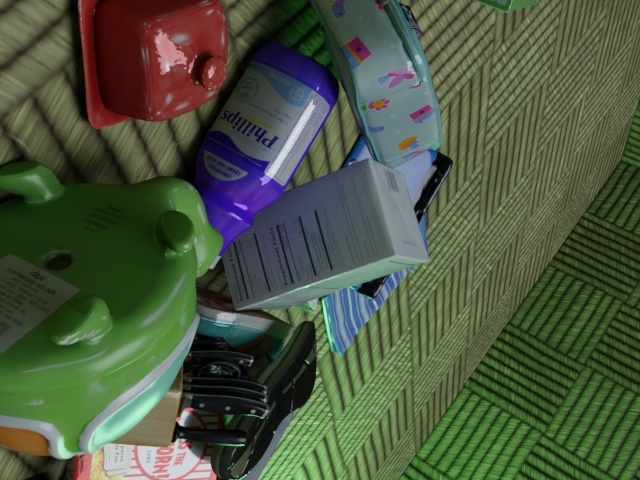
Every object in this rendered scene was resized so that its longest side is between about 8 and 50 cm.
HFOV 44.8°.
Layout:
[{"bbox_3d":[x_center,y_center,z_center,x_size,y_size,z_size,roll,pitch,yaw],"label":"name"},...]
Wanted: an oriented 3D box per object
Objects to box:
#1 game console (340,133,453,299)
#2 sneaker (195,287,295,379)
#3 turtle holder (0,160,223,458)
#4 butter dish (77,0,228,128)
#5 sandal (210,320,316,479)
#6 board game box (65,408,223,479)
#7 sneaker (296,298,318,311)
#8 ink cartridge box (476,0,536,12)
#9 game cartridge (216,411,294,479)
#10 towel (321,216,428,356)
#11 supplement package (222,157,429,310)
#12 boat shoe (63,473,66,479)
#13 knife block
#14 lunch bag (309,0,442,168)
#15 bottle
[{"bbox_3d":[0.095,-0.058,1.424,0.293,0.173,0.250,-59,180,-2],"label":"game console"},{"bbox_3d":[-0.131,0.154,1.163,0.121,0.108,0.302,-63,157,-4],"label":"sneaker"},{"bbox_3d":[-0.234,0.059,0.757,0.320,0.243,0.227,-88,-179,-50],"label":"turtle holder"},{"bbox_3d":[-0.144,-0.184,0.771,0.160,0.118,0.160,-37,147,-41],"label":"butter dish"},{"bbox_3d":[-0.081,0.207,1.102,0.303,0.086,0.120,-45,141,-52],"label":"sandal"},{"bbox_3d":[-0.227,0.262,1.016,0.193,0.045,0.146,5,92,-30],"label":"board game box"},{"bbox_3d":[-0.033,0.069,1.335,0.152,0.054,0.061,69,40,-62],"label":"sneaker"},{"bbox_3d":[0.282,-0.407,1.218,0.109,0.209,0.062,-30,141,-47],"label":"ink cartridge box"},{"bbox_3d":[-0.162,0.389,1.224,0.230,0.068,0.355,-54,-179,36],"label":"game cartridge"},{"bbox_3d":[0.123,0.066,1.627,0.336,0.040,0.243,-48,151,-24],"label":"towel"},{"bbox_3d":[0.000,0.000,1.065,0.244,0.133,0.139,-20,167,22],"label":"supplement package"},{"bbox_3d":[-0.320,0.373,1.082,0.084,0.079,0.233,7,109,-61],"label":"boat shoe"},{"bbox_3d":[-0.208,0.184,0.894,0.276,0.242,0.088,-22,134,-53],"label":"knife block"},{"bbox_3d":[0.070,-0.239,1.007,0.108,0.224,0.279,-21,155,6],"label":"lunch bag"},{"bbox_3d":[-0.090,-0.101,0.960,0.283,0.118,0.092,-59,155,-2],"label":"bottle"}]
